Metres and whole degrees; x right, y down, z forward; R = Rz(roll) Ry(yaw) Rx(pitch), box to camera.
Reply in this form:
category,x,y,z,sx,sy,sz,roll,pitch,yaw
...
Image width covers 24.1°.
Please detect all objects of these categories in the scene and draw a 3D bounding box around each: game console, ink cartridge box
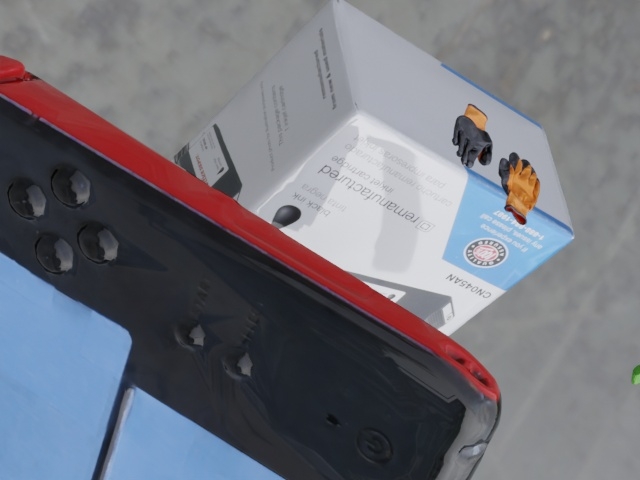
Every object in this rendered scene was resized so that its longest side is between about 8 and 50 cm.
category,x,y,z,sx,sy,sz,roll,pitch,yaw
game console,-0.115,0.123,0.781,0.060,0.342,0.387,-36,154,-49
ink cartridge box,0.000,0.000,1.463,0.285,0.166,0.395,27,127,-32

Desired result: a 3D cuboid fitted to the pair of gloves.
category,x,y,z,sx,sy,sz,roll,pitch,yaw
pair of gloves,0.124,-0.056,1.055,0.010,0.083,0.074,-38,-164,33

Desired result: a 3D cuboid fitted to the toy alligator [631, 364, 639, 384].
category,x,y,z,sx,sy,sz,roll,pitch,yaw
toy alligator,0.401,0.118,1.543,0.189,0.051,0.056,-20,130,-30
